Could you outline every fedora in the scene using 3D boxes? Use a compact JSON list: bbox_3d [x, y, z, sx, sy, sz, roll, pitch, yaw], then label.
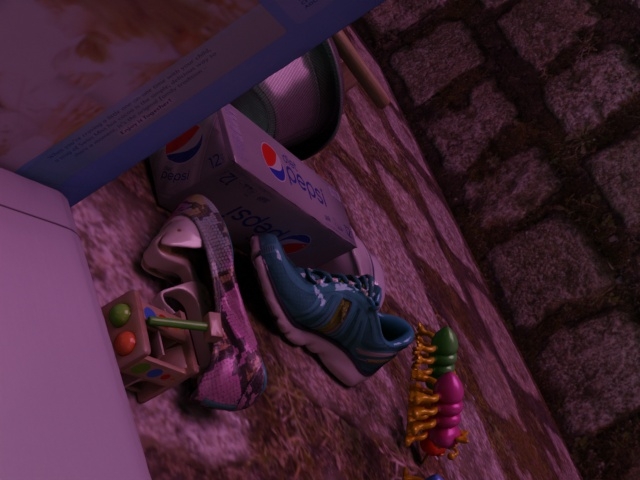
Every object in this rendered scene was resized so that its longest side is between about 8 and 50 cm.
[{"bbox_3d":[-0.106,-0.198,0.921,0.275,0.244,0.124,49,47,3],"label":"fedora"}]

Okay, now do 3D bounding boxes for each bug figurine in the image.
[{"bbox_3d":[0.138,0.227,0.934,0.279,0.072,0.216,-63,156,-70],"label":"bug figurine"}]

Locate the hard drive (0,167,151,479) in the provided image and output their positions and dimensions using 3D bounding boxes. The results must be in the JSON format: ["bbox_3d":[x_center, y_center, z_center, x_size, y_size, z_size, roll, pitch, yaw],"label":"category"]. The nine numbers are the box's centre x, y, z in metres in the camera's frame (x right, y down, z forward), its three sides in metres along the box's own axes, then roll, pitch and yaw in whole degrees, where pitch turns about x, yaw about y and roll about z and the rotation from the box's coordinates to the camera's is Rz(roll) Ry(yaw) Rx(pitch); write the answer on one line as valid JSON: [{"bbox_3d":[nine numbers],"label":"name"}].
[{"bbox_3d":[-0.174,0.100,0.380,0.233,0.047,0.353,28,35,-61],"label":"hard drive"}]

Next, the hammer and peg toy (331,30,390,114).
[{"bbox_3d":[-0.058,-0.270,1.088,0.266,0.127,0.361,54,-5,-18],"label":"hammer and peg toy"}]

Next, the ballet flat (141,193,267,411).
[{"bbox_3d":[-0.109,0.042,0.663,0.079,0.077,0.221,13,45,-42],"label":"ballet flat"}]

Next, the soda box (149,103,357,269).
[{"bbox_3d":[-0.068,-0.049,0.881,0.286,0.098,0.091,32,36,-57],"label":"soda box"}]

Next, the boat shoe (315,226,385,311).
[{"bbox_3d":[0.000,0.000,1.050,0.084,0.095,0.258,35,18,-47],"label":"boat shoe"}]

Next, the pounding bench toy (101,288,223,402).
[{"bbox_3d":[-0.118,0.067,0.544,0.065,0.083,0.052,39,26,-53],"label":"pounding bench toy"}]

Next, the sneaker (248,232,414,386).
[{"bbox_3d":[0.013,0.067,0.901,0.275,0.110,0.107,43,22,-43],"label":"sneaker"}]

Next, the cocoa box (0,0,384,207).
[{"bbox_3d":[-0.145,-0.211,0.481,0.231,0.347,0.228,31,33,-61],"label":"cocoa box"}]
